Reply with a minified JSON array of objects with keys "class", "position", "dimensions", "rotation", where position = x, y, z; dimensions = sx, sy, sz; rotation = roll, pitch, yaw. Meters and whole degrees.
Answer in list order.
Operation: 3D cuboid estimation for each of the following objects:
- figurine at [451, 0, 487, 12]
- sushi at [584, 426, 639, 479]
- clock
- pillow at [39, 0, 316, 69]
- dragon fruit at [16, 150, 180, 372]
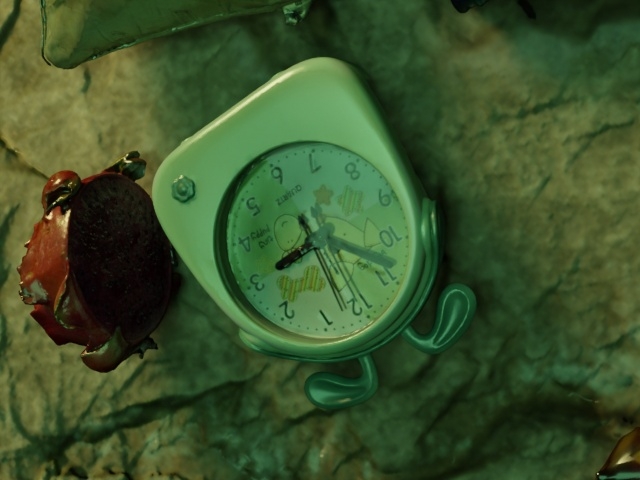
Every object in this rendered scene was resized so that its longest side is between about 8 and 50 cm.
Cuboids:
[{"class":"figurine","position":[0.128,-0.169,0.785],"dimensions":[0.136,0.079,0.077],"rotation":[-28,128,12]},{"class":"sushi","position":[0.179,0.228,0.747],"dimensions":[0.200,0.204,0.213],"rotation":[23,138,33]},{"class":"clock","position":[0.000,0.000,0.843],"dimensions":[0.148,0.060,0.188],"rotation":[-31,86,16]},{"class":"pillow","position":[-0.112,-0.257,0.845],"dimensions":[0.185,0.075,0.302],"rotation":[-13,90,19]},{"class":"dragon fruit","position":[-0.142,0.017,0.864],"dimensions":[0.068,0.112,0.126],"rotation":[-13,92,31]}]
